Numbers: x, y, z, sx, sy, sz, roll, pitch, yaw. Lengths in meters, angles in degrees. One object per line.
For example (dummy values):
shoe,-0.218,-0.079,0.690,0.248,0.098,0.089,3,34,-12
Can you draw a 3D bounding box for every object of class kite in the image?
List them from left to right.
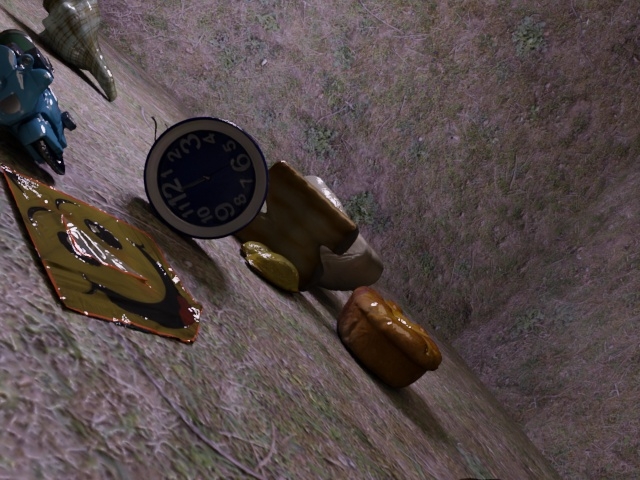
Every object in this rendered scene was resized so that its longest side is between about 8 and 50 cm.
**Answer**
kite,-0.283,0.012,0.737,0.327,0.013,0.377,41,6,-13

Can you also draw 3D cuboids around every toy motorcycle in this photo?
toy motorcycle,-0.446,-0.216,0.827,0.272,0.124,0.182,51,-12,43

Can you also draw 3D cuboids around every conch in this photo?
conch,-0.698,-0.574,1.576,0.203,0.170,0.386,4,-76,61

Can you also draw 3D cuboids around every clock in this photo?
clock,-0.216,-0.121,1.074,0.230,0.230,0.083,42,6,-17

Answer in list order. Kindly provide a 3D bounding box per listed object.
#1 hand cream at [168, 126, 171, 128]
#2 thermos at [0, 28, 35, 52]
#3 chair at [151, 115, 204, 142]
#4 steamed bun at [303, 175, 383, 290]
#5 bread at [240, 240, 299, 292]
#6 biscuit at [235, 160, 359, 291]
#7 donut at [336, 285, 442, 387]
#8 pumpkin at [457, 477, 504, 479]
hand cream,-0.414,-0.304,1.914,0.248,0.075,0.052,39,11,-12
thermos,-0.561,-0.324,1.045,0.073,0.083,0.187,9,29,-39
chair,-0.383,-0.245,1.608,0.174,0.149,0.213,-75,160,-87
steamed bun,-0.001,0.005,1.704,0.383,0.236,0.247,54,1,31
bread,-0.114,0.056,1.360,0.188,0.065,0.149,37,3,-38
biscuit,-0.072,-0.034,1.439,0.291,0.237,0.062,40,7,-7
donut,0.170,0.247,1.461,0.299,0.150,0.317,47,7,34
pumpkin,0.287,0.439,0.949,0.149,0.130,0.254,48,9,38
